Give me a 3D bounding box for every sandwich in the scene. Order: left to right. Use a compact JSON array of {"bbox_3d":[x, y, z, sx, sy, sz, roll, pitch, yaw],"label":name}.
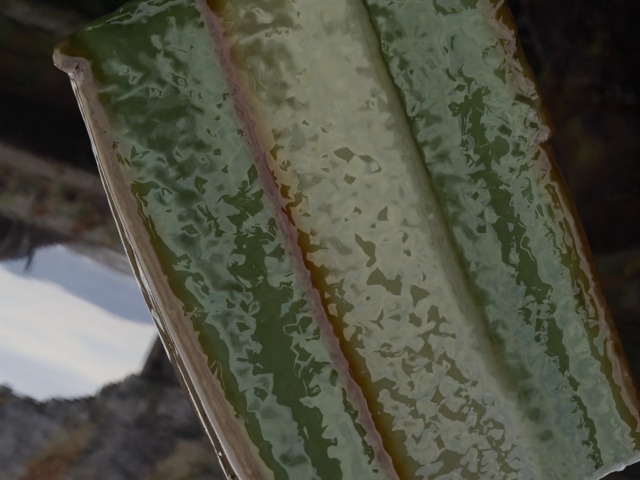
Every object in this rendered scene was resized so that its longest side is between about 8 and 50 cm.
[{"bbox_3d":[0.000,0.000,0.395,0.187,0.117,0.144,67,168,-18],"label":"sandwich"}]
